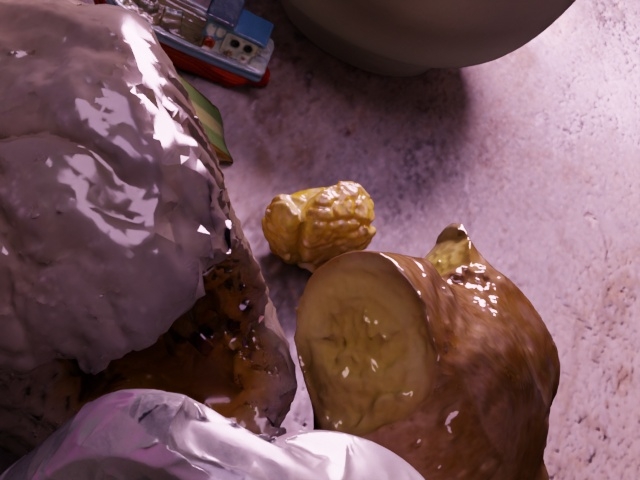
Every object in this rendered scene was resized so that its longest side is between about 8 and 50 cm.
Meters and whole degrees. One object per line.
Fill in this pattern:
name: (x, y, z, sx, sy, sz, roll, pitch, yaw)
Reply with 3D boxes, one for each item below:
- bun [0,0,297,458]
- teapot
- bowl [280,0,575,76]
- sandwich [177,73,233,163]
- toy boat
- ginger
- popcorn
bun: (-0.147, 0.000, 0.608, 0.205, 0.281, 0.281, -21, 53, -4)
teapot: (-0.035, 0.152, 0.540, 0.221, 0.178, 0.163, 47, 39, 12)
bowl: (0.073, -0.278, 1.077, 0.354, 0.185, 0.354, 17, 40, -15)
sandwich: (-0.112, -0.110, 0.869, 0.116, 0.074, 0.074, 4, 46, -28)
toy boat: (-0.114, -0.185, 0.961, 0.173, 0.059, 0.069, 23, 39, -8)
ginger: (0.093, 0.096, 0.724, 0.270, 0.123, 0.219, -1, 77, -54)
popcorn: (0.000, 0.000, 0.830, 0.084, 0.084, 0.084, 17, 40, -15)
